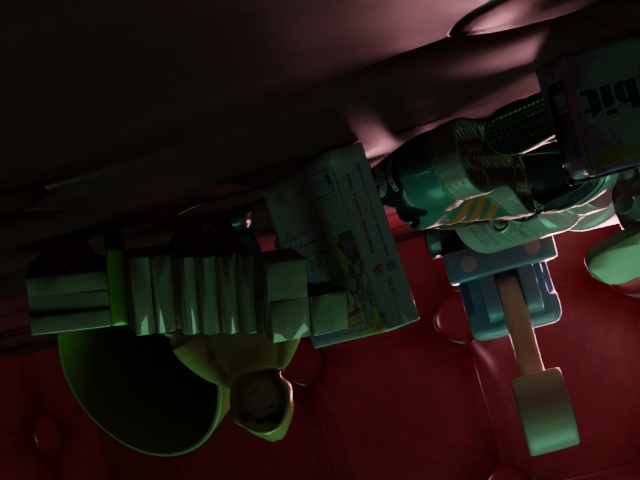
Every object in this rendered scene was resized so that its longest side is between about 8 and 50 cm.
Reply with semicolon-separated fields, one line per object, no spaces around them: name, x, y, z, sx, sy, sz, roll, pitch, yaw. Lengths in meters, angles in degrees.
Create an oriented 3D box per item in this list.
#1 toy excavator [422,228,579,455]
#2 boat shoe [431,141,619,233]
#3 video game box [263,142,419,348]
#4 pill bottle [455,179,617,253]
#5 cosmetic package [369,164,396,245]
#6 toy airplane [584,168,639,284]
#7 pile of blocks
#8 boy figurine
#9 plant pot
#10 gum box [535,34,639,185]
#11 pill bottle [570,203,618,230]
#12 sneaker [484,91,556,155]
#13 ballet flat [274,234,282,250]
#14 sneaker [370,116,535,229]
toy excavator;0.322;0.110;2.229;0.222;0.445;0.433;-17;177;4
boat shoe;0.239;-0.072;1.727;0.306;0.113;0.105;-6;-161;47
video game box;0.017;0.011;1.400;0.048;0.187;0.205;-15;177;-22
pill bottle;0.305;-0.067;1.933;0.131;0.131;0.229;-13;176;-41
cosmetic package;0.051;-0.028;1.527;0.041;0.115;0.060;-18;177;11
toy airplane;0.565;-0.087;1.709;0.386;0.272;0.384;0;137;-25
pile of blocks;-0.145;0.027;1.403;0.362;0.112;0.149;1;-164;14
boy figurine;-0.105;0.112;1.659;0.177;0.285;0.092;-13;177;-3
plant pot;-0.187;0.126;1.988;0.275;0.274;0.293;-19;-169;35
gum box;0.285;-0.122;1.168;0.188;0.107;0.062;-15;176;-17
pill bottle;0.416;-0.085;2.108;0.136;0.136;0.246;-18;176;27
sneaker;0.252;-0.135;1.325;0.188;0.066;0.071;-12;-164;31
ballet flat;0.000;0.000;1.976;0.096;0.095;0.280;-28;179;-11
sneaker;0.144;-0.069;1.466;0.121;0.108;0.302;-17;169;23
